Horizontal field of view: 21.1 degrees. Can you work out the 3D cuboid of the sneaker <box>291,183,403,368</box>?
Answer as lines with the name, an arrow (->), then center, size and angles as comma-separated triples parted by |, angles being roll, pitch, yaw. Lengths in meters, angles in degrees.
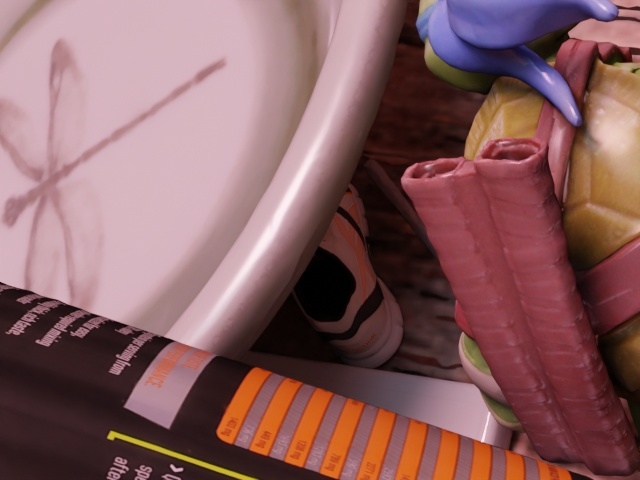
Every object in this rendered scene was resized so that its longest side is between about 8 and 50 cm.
sneaker -> 0.000, 0.000, 0.699 | 0.040, 0.044, 0.109 | -35, 56, 10

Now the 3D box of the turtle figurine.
turtle figurine -> 0.145, 0.014, 0.566 | 0.198, 0.274, 0.266 | -30, 81, 2

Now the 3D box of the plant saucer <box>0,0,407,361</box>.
plant saucer -> -0.109, -0.039, 0.707 | 0.400, 0.100, 0.400 | -22, 52, 30

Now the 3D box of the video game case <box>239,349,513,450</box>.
video game case -> -0.047, 0.151, 0.663 | 0.206, 0.026, 0.227 | 7, 71, 28

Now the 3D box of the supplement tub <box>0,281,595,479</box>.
supplement tub -> -0.036, 0.127, 0.447 | 0.316, 0.193, 0.193 | 18, 75, 5
